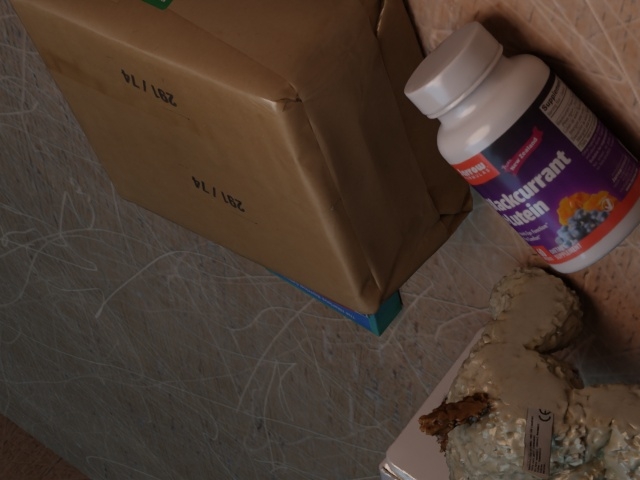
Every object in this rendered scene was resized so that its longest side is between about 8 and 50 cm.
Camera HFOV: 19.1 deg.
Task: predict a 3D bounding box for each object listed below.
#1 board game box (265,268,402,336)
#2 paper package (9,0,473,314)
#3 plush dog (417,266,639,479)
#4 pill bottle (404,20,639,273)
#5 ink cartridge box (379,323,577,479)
[{"bbox_3d":[0.000,0.000,1.990,0.160,0.047,0.210,29,158,24],"label":"board game box"},{"bbox_3d":[-0.064,-0.129,1.663,0.325,0.168,0.309,25,154,34],"label":"paper package"},{"bbox_3d":[0.182,0.191,1.737,0.262,0.210,0.225,51,155,34],"label":"plush dog"},{"bbox_3d":[0.159,-0.075,1.476,0.193,0.108,0.108,44,159,-13],"label":"pill bottle"},{"bbox_3d":[0.167,0.240,1.991,0.115,0.198,0.273,31,159,20],"label":"ink cartridge box"}]
